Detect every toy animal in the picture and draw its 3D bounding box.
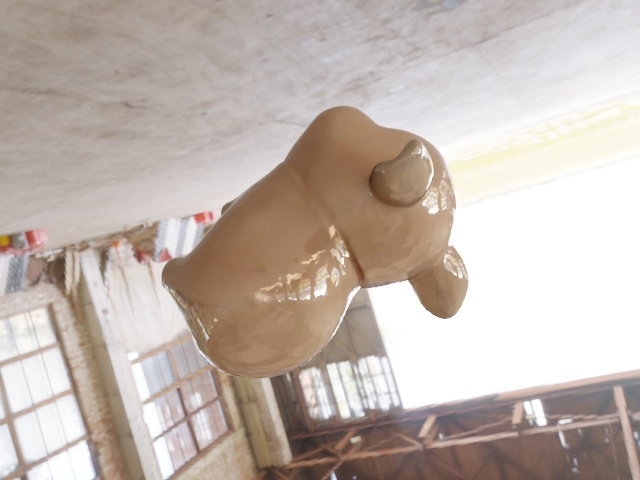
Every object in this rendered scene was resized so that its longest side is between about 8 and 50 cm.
[{"bbox_3d":[0.000,0.000,0.671,0.269,0.237,0.326,7,-130,30],"label":"toy animal"}]
